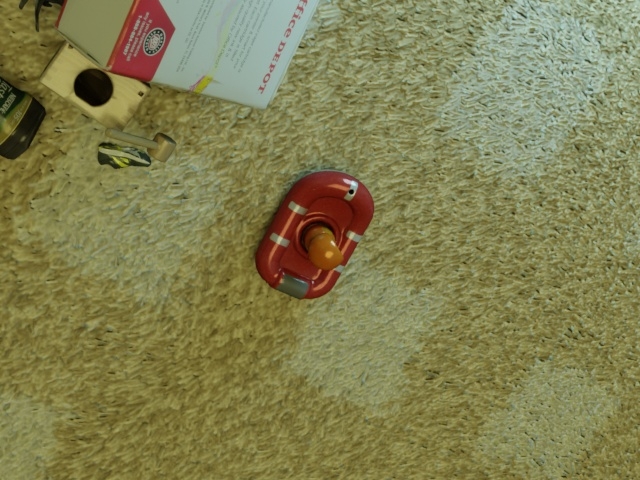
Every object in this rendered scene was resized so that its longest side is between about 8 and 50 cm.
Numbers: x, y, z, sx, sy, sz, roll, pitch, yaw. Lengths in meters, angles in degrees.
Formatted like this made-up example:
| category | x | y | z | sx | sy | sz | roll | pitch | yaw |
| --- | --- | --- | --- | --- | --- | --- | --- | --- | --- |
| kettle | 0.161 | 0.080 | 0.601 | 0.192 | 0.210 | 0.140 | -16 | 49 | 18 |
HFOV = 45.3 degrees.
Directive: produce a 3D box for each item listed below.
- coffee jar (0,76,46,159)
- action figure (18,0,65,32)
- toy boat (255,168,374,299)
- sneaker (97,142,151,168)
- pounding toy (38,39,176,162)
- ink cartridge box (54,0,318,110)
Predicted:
| category | x | y | z | sx | sy | sz | roll | pitch | yaw |
| --- | --- | --- | --- | --- | --- | --- | --- | --- | --- |
| coffee jar | -0.478 | -0.199 | 1.066 | 0.079 | 0.096 | 0.184 | -24 | 131 | 34 |
| action figure | -0.301 | -0.402 | 1.021 | 0.276 | 0.164 | 0.141 | -38 | 155 | -5 |
| toy boat | 0.000 | 0.000 | 1.250 | 0.151 | 0.151 | 0.231 | 24 | 102 | -22 |
| sneaker | -0.305 | -0.126 | 1.190 | 0.083 | 0.031 | 0.035 | 15 | 118 | -16 |
| pounding toy | -0.279 | -0.204 | 1.082 | 0.206 | 0.181 | 0.094 | 35 | 97 | -23 |
| ink cartridge box | -0.158 | -0.316 | 1.012 | 0.306 | 0.131 | 0.226 | 1 | 121 | -59 |
